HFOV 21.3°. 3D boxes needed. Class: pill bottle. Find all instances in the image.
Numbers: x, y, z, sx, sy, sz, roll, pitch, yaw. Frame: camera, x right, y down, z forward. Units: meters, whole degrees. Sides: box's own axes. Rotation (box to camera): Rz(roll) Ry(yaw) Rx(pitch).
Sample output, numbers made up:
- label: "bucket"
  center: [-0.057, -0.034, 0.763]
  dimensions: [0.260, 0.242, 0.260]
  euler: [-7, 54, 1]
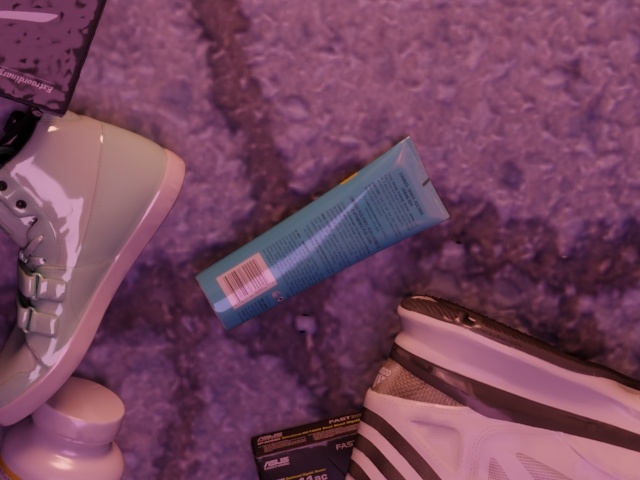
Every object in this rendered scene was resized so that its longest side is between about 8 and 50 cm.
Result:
- label: "pill bottle"
  center: [-0.221, 0.209, 1.403]
  dimensions: [0.103, 0.103, 0.184]
  euler: [15, 110, -14]

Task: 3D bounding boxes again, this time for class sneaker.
- label: "sneaker"
  center: [-0.232, 0.011, 1.320]
  dimensions: [0.151, 0.094, 0.256]
  euler: [28, 96, -25]
- label: "sneaker"
  center: [0.224, 0.240, 1.422]
  dimensions: [0.448, 0.169, 0.257]
  euler: [23, 92, -8]

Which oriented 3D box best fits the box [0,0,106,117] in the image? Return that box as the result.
- label: "box"
  center: [-0.222, -0.216, 1.218]
  dimensions: [0.153, 0.108, 0.207]
  euler: [19, 109, -16]

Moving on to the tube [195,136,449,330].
- label: "tube"
  center: [0.000, 0.000, 1.380]
  dimensions: [0.207, 0.052, 0.080]
  euler: [-29, 119, -1]

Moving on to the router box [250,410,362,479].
- label: "router box"
  center: [0.009, 0.202, 1.470]
  dimensions: [0.122, 0.038, 0.092]
  euler: [-14, 114, -2]
